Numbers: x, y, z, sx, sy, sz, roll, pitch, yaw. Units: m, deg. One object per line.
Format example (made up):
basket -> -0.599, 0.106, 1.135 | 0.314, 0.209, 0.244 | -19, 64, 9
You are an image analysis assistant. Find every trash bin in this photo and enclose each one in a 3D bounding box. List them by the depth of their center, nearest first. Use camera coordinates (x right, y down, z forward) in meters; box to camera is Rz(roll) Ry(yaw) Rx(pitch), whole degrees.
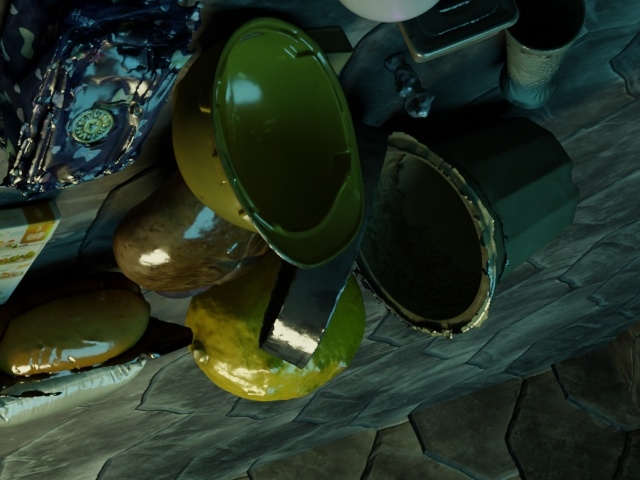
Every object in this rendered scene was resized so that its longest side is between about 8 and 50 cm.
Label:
trash bin -> -0.013, -0.186, 1.458 | 0.061, 0.043, 0.092 | -10, 156, -38

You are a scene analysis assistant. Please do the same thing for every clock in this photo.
clock -> 0.001, 0.001, 1.637 | 0.061, 0.313, 0.312 | 19, 152, -5

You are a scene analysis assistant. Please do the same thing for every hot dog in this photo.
hot dog -> -0.337, 0.110, 1.715 | 0.326, 0.107, 0.194 | -18, -162, -33

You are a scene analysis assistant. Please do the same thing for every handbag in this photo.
handbag -> -0.209, -0.142, 1.223 | 0.162, 0.113, 0.260 | -19, 155, -38

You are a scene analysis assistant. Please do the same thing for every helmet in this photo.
helmet -> -0.074, -0.095, 1.390 | 0.140, 0.257, 0.205 | -5, -159, 41

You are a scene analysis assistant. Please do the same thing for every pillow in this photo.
pillow -> -0.398, 0.223, 2.056 | 0.254, 0.078, 0.144 | -17, 170, -22

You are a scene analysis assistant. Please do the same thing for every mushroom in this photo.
mushroom -> -0.120, -0.032, 1.588 | 0.278, 0.146, 0.278 | -29, 167, -7

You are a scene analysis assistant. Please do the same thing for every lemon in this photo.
lemon -> -0.061, 0.112, 1.932 | 0.288, 0.234, 0.233 | -16, 160, -36

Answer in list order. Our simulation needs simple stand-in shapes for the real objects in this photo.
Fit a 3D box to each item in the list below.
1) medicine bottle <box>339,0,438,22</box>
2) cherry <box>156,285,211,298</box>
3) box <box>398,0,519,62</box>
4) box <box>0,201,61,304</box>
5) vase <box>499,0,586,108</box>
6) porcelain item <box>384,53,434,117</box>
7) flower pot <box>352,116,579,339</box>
medicine bottle -> 0.043, -0.288, 1.102 | 0.130, 0.130, 0.341 | -25, 161, 2
cherry -> -0.148, 0.015, 1.791 | 0.107, 0.090, 0.225 | -32, 176, 43
box -> 0.137, -0.242, 1.430 | 0.122, 0.089, 0.062 | -22, 172, -8
box -> -0.392, 0.026, 1.580 | 0.122, 0.032, 0.220 | -12, 158, -35
vase -> 0.257, -0.228, 1.616 | 0.096, 0.096, 0.219 | -24, 165, -2
porcelain item -> 0.103, -0.177, 1.567 | 0.028, 0.083, 0.036 | -8, 152, -47
flower pot -> 0.204, -0.039, 1.828 | 0.259, 0.290, 0.290 | -24, 165, -37
